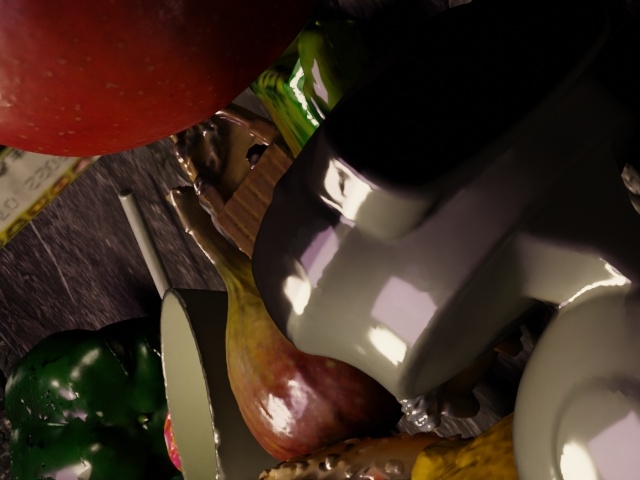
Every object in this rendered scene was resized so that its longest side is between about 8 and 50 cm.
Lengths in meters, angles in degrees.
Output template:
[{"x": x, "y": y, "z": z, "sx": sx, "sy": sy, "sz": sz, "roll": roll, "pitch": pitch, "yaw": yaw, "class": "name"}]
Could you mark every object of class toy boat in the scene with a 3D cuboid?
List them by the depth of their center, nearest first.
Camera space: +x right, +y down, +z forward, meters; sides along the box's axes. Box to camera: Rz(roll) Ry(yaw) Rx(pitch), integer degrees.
[{"x": 0.000, "y": 0.000, "z": 1.188, "sx": 0.321, "sy": 0.089, "sz": 0.121, "roll": 44, "pitch": -168, "yaw": 36, "class": "toy boat"}]

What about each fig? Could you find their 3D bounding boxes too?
[{"x": -0.008, "y": 0.047, "z": 1.317, "sx": 0.160, "sy": 0.143, "sz": 0.230, "roll": 77, "pitch": 173, "yaw": -70, "class": "fig"}]

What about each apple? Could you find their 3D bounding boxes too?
[{"x": -0.119, "y": -0.173, "z": 0.958, "sx": 0.260, "sy": 0.260, "sz": 0.216, "roll": 31, "pitch": 161, "yaw": 53, "class": "apple"}]

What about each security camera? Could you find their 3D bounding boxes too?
[{"x": 0.125, "y": 0.037, "z": 0.841, "sx": 0.277, "sy": 0.197, "sz": 0.191, "roll": 40, "pitch": 147, "yaw": 15, "class": "security camera"}]

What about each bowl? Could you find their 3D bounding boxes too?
[{"x": -0.066, "y": 0.134, "z": 1.613, "sx": 0.211, "sy": 0.112, "sz": 0.211, "roll": 169, "pitch": 90, "yaw": -74, "class": "bowl"}]

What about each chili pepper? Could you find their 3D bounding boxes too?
[{"x": -0.226, "y": 0.194, "z": 2.028, "sx": 0.233, "sy": 0.248, "sz": 0.257, "roll": 62, "pitch": 158, "yaw": 2, "class": "chili pepper"}]

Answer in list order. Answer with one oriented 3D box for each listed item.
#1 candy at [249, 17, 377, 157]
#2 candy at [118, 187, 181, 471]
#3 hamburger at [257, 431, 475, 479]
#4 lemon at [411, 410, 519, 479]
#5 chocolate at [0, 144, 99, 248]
[{"x": 0.007, "y": -0.085, "z": 1.097, "sx": 0.149, "sy": 0.069, "sz": 0.246, "roll": 59, "pitch": 172, "yaw": -22, "class": "candy"}, {"x": -0.133, "y": 0.100, "z": 1.815, "sx": 0.124, "sy": 0.124, "sz": 0.365, "roll": 32, "pitch": 148, "yaw": 52, "class": "candy"}, {"x": 0.073, "y": 0.233, "z": 1.227, "sx": 0.300, "sy": 0.300, "sz": 0.176, "roll": 90, "pitch": -175, "yaw": -63, "class": "hamburger"}, {"x": 0.153, "y": 0.197, "z": 0.992, "sx": 0.253, "sy": 0.228, "sz": 0.228, "roll": 36, "pitch": 156, "yaw": 44, "class": "lemon"}, {"x": -0.356, "y": -0.116, "z": 1.671, "sx": 0.301, "sy": 0.289, "sz": 0.137, "roll": 41, "pitch": 171, "yaw": 37, "class": "chocolate"}]
